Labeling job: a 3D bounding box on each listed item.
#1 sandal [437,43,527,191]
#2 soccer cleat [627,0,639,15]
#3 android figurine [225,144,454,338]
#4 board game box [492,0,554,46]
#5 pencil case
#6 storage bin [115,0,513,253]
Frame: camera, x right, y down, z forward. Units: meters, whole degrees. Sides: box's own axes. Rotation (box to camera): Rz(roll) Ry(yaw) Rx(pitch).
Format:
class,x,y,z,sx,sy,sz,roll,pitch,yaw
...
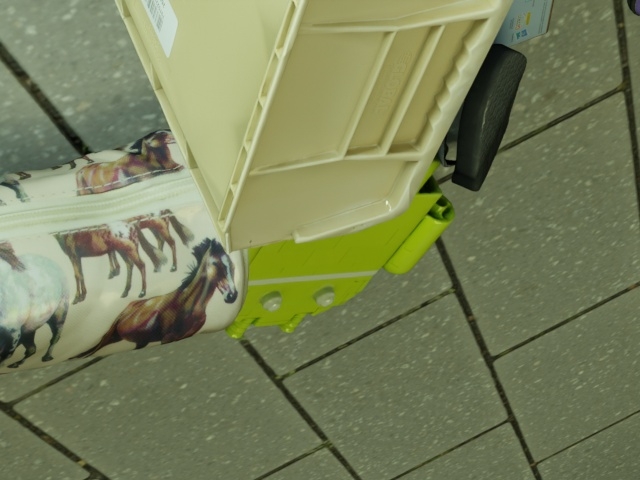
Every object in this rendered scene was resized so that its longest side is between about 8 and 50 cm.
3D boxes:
class,x,y,z,sx,sy,sz,roll,pitch,yaw
sandal,0.121,-0.094,1.285,0.254,0.054,0.097,83,32,-77
soccer cleat,0.404,-0.214,1.314,0.318,0.116,0.109,-11,149,-29
android figurine,0.000,0.000,1.409,0.248,0.056,0.273,-3,143,-40
board game box,0.115,-0.221,1.145,0.145,0.027,0.281,-22,153,-11
pencil case,-0.252,0.024,1.107,0.410,0.160,0.183,-12,164,-27
storage bin,-0.025,-0.169,0.850,0.123,0.262,0.260,-12,150,-24
